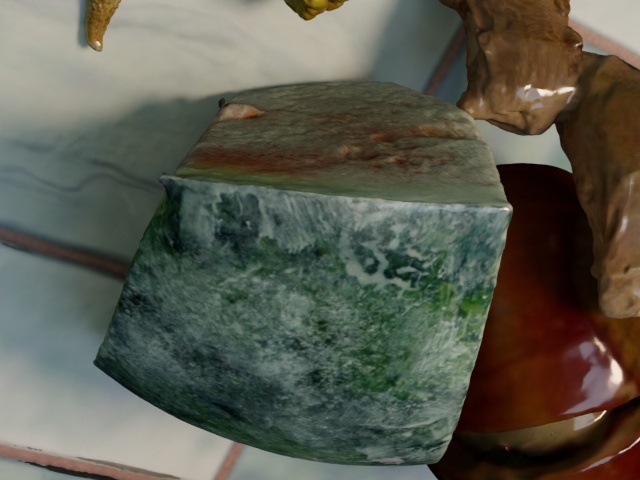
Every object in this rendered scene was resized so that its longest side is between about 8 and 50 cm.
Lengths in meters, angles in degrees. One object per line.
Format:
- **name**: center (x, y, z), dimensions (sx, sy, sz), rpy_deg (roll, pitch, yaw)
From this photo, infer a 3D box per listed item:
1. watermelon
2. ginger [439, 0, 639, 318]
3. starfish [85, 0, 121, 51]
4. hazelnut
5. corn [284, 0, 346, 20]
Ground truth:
- **watermelon**: center (0.000, 0.000, 0.785), dimensions (0.228, 0.258, 0.387), rpy_deg (17, 155, 0)
- **ginger**: center (0.152, -0.087, 0.800), dimensions (0.122, 0.290, 0.084), rpy_deg (-24, 166, -23)
- **starfish**: center (-0.125, -0.189, 0.724), dimensions (0.208, 0.053, 0.176), rpy_deg (-10, 130, -15)
- **hazelnut**: center (0.146, 0.069, 0.907), dimensions (0.217, 0.217, 0.252), rpy_deg (-24, 104, -13)
- **corn**: center (0.073, -0.259, 0.741), dimensions (0.318, 0.115, 0.115), rpy_deg (-47, 126, 4)
